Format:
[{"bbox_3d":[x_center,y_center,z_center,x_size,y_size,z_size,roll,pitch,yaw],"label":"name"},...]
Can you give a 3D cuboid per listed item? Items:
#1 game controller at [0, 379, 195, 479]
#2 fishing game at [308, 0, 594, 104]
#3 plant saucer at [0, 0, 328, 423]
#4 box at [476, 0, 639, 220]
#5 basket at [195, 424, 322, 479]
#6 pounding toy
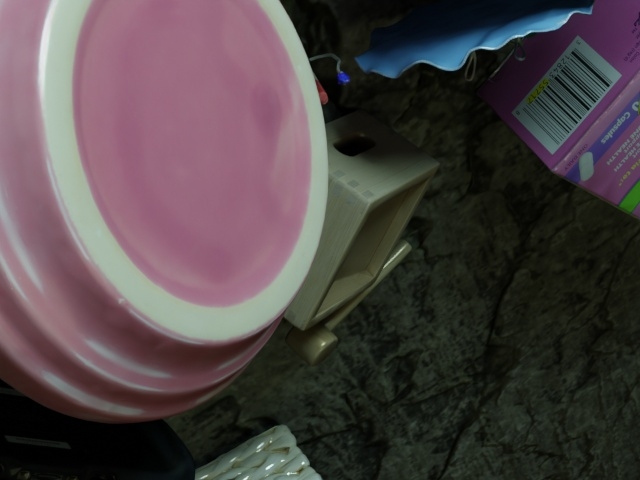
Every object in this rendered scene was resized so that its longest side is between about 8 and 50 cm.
[{"bbox_3d":[-0.237,0.131,1.008,0.319,0.166,0.067,15,115,-44],"label":"game controller"},{"bbox_3d":[0.112,-0.148,0.980,0.264,0.189,0.041,-20,110,-1],"label":"fishing game"},{"bbox_3d":[-0.099,-0.060,0.814,0.084,0.332,0.332,-9,156,36],"label":"plant saucer"},{"bbox_3d":[0.296,-0.136,1.174,0.243,0.117,0.213,21,115,-47],"label":"box"},{"bbox_3d":[-0.080,0.414,1.331,0.331,0.266,0.328,-30,141,-9],"label":"basket"},{"bbox_3d":[0.002,0.002,1.112,0.181,0.094,0.206,-30,152,-57],"label":"pounding toy"}]
